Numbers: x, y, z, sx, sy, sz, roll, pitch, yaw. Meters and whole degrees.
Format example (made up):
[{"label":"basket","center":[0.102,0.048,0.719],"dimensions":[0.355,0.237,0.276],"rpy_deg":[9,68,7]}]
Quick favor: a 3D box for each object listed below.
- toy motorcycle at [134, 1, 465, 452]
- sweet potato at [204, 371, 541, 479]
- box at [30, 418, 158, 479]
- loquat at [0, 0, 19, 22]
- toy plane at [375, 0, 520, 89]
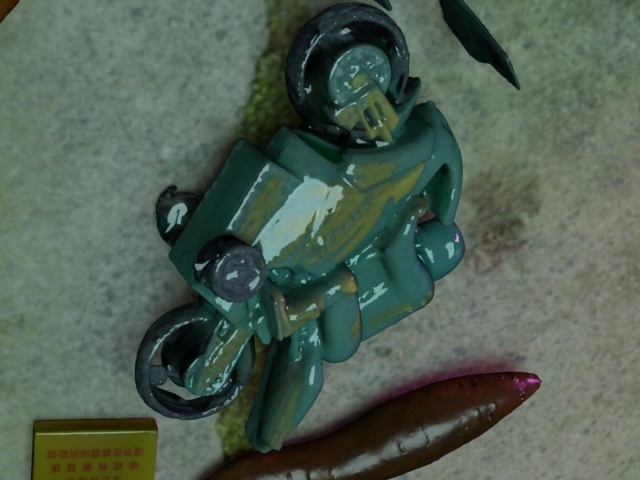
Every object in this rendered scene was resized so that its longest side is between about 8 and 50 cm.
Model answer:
[{"label":"toy motorcycle","center":[-0.001,0.002,0.865],"dimensions":[0.198,0.109,0.296],"rpy_deg":[28,98,-33]},{"label":"sweet potato","center":[0.039,0.149,0.949],"dimensions":[0.265,0.057,0.057],"rpy_deg":[-22,114,-5]},{"label":"box","center":[-0.164,0.200,0.927],"dimensions":[0.087,0.023,0.155],"rpy_deg":[0,110,-19]},{"label":"loquat","center":[-0.271,-0.219,0.584],"dimensions":[0.329,0.328,0.359],"rpy_deg":[-6,97,-14]},{"label":"toy plane","center":[0.028,-0.251,0.747],"dimensions":[0.106,0.155,0.381],"rpy_deg":[-31,131,-4]}]
